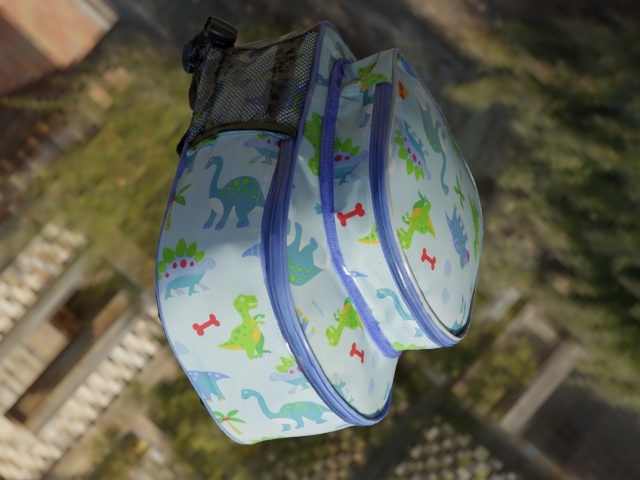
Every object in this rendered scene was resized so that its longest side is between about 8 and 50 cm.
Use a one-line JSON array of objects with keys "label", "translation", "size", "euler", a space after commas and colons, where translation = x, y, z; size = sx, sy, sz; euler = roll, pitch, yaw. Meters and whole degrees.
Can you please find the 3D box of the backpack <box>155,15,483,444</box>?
[{"label": "backpack", "translation": [0.000, 0.000, 0.580], "size": [0.084, 0.114, 0.105], "euler": [-7, 136, 25]}]
